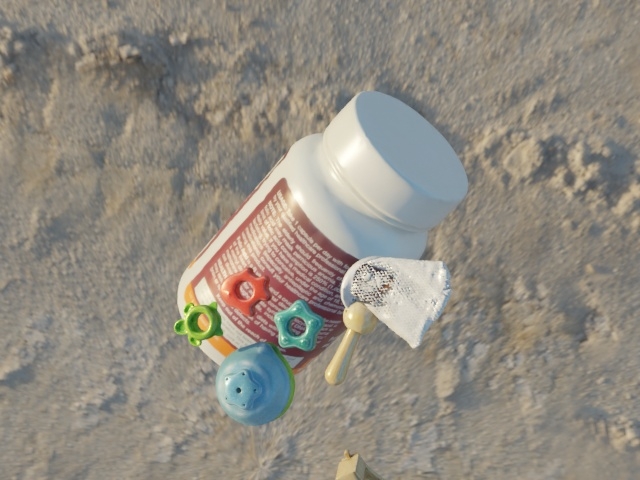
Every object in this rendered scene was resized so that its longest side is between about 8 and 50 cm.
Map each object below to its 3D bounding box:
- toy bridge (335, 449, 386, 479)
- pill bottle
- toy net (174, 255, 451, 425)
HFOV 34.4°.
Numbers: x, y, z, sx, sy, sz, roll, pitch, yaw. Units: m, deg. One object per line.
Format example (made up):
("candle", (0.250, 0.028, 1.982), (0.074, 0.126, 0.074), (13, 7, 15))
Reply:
("toy bridge", (0.075, 0.285, 1.051), (0.026, 0.063, 0.188), (-28, 106, 19))
("pill bottle", (0.000, 0.000, 1.388), (0.224, 0.224, 0.392), (48, 121, 7))
("toy net", (-0.001, 0.062, 0.845), (0.232, 0.045, 0.122), (-28, 80, 16))
